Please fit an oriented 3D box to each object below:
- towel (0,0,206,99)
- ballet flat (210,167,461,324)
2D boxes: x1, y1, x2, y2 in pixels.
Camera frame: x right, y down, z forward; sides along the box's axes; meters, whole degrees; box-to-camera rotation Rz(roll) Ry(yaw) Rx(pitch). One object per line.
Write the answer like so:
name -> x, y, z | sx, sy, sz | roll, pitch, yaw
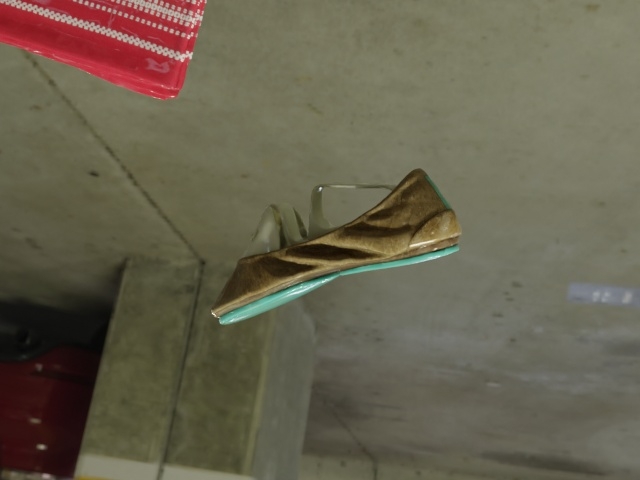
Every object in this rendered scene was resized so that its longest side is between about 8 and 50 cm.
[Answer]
towel -> -0.163, -0.268, 0.730 | 0.199, 0.274, 0.031 | 19, -174, 11
ballet flat -> 0.000, 0.000, 1.069 | 0.342, 0.124, 0.116 | -20, 175, 33
